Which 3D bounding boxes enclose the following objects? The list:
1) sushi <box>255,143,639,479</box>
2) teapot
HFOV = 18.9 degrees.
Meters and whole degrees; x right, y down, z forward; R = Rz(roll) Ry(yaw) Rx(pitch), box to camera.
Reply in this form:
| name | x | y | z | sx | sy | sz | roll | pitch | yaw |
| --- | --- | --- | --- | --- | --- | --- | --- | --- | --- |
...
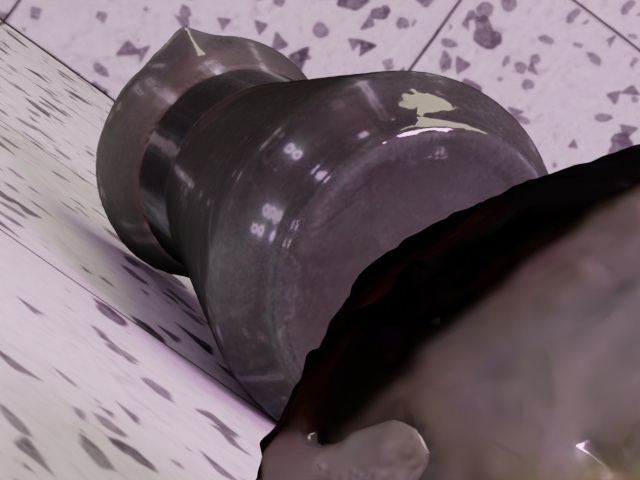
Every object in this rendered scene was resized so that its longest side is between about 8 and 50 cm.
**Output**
| name | x | y | z | sx | sy | sz | roll | pitch | yaw |
| --- | --- | --- | --- | --- | --- | --- | --- | --- | --- |
| sushi | 0.127 | 0.107 | 0.704 | 0.299 | 0.281 | 0.294 | 43 | 10 | 3 |
| teapot | 0.000 | 0.000 | 1.372 | 0.344 | 0.253 | 0.300 | 33 | -34 | 59 |
